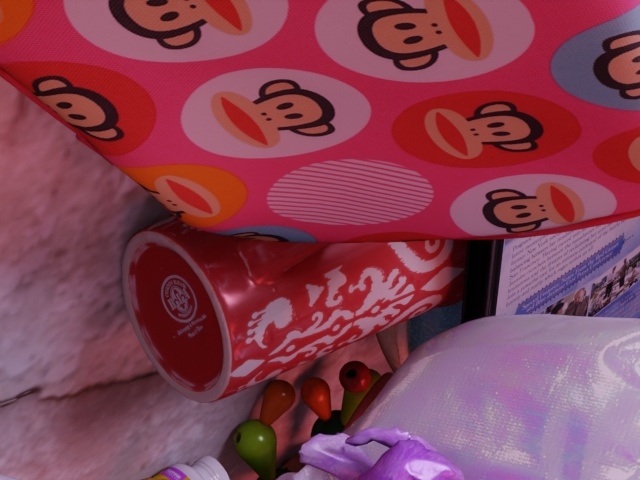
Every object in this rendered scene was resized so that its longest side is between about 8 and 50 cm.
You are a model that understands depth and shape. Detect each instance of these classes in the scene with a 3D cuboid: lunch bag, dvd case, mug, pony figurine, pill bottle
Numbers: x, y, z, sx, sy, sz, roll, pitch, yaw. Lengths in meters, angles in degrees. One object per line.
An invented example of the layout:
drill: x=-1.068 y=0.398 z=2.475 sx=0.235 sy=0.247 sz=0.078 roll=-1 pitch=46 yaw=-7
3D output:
lunch bag: x=0.032 y=-0.091 z=0.403 sx=0.293 sy=0.258 sz=0.120 roll=45 pitch=45 yaw=-60
dvd case: x=0.148 y=-0.002 z=0.672 sx=0.180 sy=0.022 sz=0.253 roll=-30 pitch=141 yaw=-27
mug: x=-0.007 y=-0.004 z=0.618 sx=0.169 sy=0.113 sz=0.150 roll=-23 pitch=140 yaw=-35
pony figurine: x=-0.019 y=0.153 z=0.490 sx=0.364 sy=0.351 sz=0.302 roll=12 pitch=89 yaw=-48
pill bottle: x=-0.097 y=0.168 z=0.751 sx=0.083 sy=0.043 sz=0.043 roll=-29 pitch=145 yaw=-37

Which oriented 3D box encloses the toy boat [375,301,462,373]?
toy boat: x=0.170 y=-0.028 z=0.801 sx=0.318 sy=0.148 sz=0.267 roll=-40 pitch=150 yaw=-19

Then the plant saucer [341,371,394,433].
plant saucer: x=0.061 y=0.242 z=0.680 sx=0.048 sy=0.258 sz=0.259 roll=-1 pitch=108 yaw=-28

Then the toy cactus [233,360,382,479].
toy cactus: x=-0.011 y=0.180 z=0.853 sx=0.219 sy=0.112 sz=0.180 roll=-62 pitch=162 yaw=2
